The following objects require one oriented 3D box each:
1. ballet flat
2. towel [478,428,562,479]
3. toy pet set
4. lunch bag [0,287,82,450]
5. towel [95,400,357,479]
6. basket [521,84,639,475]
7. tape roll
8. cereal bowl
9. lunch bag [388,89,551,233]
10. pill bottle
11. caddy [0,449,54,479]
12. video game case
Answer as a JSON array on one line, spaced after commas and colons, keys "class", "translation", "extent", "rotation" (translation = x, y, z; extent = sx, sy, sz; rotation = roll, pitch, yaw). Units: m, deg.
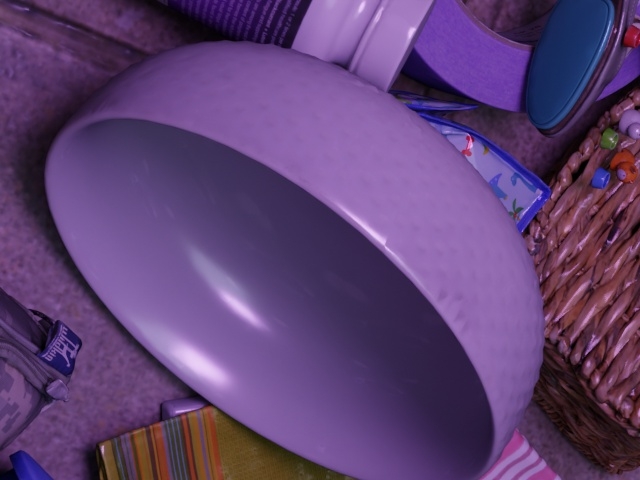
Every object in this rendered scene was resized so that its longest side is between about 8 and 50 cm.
[{"class": "ballet flat", "translation": [0.199, -0.169, 1.192], "extent": [0.068, 0.072, 0.213], "rotation": [8, 100, -35]}, {"class": "towel", "translation": [0.145, 0.238, 1.369], "extent": [0.144, 0.029, 0.197], "rotation": [-50, 123, -15]}, {"class": "toy pet set", "translation": [0.249, -0.097, 1.210], "extent": [0.114, 0.065, 0.122], "rotation": [-36, 142, -48]}, {"class": "lunch bag", "translation": [-0.323, 0.096, 1.050], "extent": [0.305, 0.212, 0.256], "rotation": [-45, 133, -8]}, {"class": "towel", "translation": [-0.041, 0.155, 1.257], "extent": [0.237, 0.021, 0.102], "rotation": [-17, 110, -21]}, {"class": "basket", "translation": [0.267, 0.007, 1.351], "extent": [0.213, 0.223, 0.299], "rotation": [44, 81, 7]}, {"class": "tape roll", "translation": [0.143, -0.231, 1.239], "extent": [0.274, 0.090, 0.275], "rotation": [-6, 105, -22]}, {"class": "cereal bowl", "translation": [0.000, 0.000, 1.110], "extent": [0.339, 0.339, 0.141], "rotation": [51, 60, -25]}, {"class": "lunch bag", "translation": [0.063, -0.056, 1.222], "extent": [0.151, 0.129, 0.096], "rotation": [35, 84, -25]}, {"class": "pill bottle", "translation": [-0.026, -0.171, 1.124], "extent": [0.193, 0.108, 0.108], "rotation": [28, 90, 3]}, {"class": "caddy", "translation": [-0.153, 0.301, 1.152], "extent": [0.179, 0.241, 0.341], "rotation": [-27, 113, -10]}, {"class": "video game case", "translation": [-0.006, 0.203, 1.312], "extent": [0.227, 0.026, 0.206], "rotation": [-7, 105, -24]}]
